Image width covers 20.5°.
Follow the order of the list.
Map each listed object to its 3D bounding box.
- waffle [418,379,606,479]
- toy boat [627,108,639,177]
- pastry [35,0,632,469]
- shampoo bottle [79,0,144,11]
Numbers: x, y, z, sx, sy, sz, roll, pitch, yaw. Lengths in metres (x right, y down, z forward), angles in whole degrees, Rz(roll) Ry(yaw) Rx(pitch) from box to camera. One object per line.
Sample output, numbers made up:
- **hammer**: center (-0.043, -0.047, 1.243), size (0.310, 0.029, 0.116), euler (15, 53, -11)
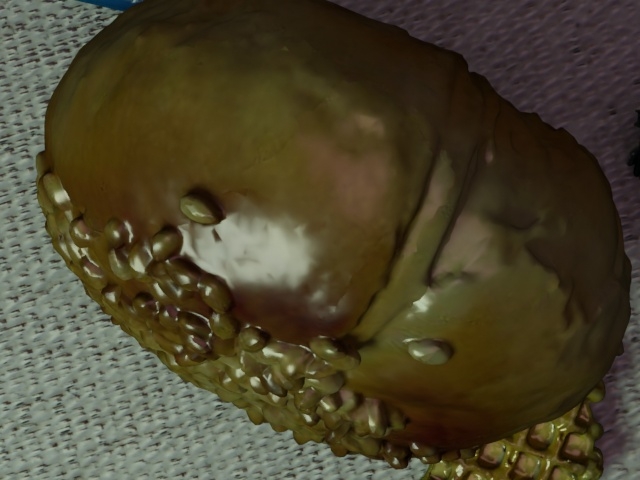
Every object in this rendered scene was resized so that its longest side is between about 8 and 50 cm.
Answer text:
- **waffle**: center (0.129, 0.151, 1.329), size (0.192, 0.046, 0.161), euler (-31, 95, 1)
- **toy boat**: center (0.369, -0.111, 1.300), size (0.296, 0.114, 0.122), euler (-22, 72, -2)
- **pastry**: center (0.000, 0.000, 1.164), size (0.409, 0.409, 0.245), euler (29, 80, -3)
- **shampoo bottle**: center (-0.139, -0.212, 1.307), size (0.183, 0.050, 0.087), euler (13, 94, -3)
